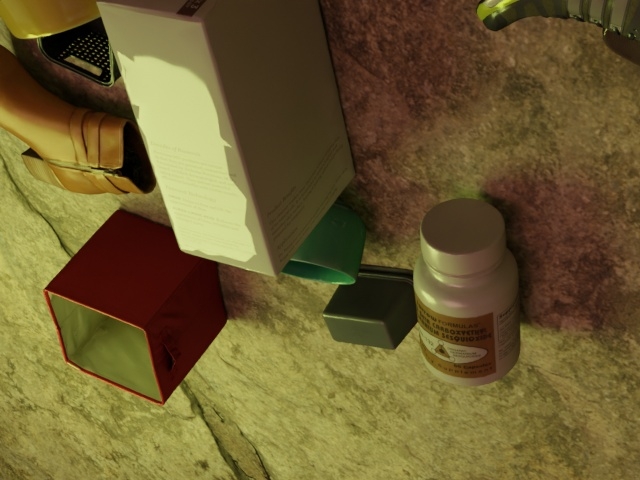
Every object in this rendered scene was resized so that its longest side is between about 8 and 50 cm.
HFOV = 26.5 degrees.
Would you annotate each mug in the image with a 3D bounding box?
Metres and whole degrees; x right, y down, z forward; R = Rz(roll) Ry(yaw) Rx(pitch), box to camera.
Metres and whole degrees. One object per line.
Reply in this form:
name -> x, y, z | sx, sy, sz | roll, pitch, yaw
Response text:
mug -> -0.008, -0.003, 1.810 | 0.130, 0.097, 0.158 | 14, 169, -9

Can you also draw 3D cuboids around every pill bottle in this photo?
pill bottle -> 0.183, 0.064, 1.707 | 0.131, 0.131, 0.229 | 17, 139, 26

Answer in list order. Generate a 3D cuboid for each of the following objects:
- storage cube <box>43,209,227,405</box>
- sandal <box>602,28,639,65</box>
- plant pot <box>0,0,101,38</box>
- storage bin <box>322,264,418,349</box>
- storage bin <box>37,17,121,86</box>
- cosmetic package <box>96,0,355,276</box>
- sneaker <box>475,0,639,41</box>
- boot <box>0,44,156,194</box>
storage cube -> -0.274, 0.101, 2.078 | 0.215, 0.193, 0.183 | 19, 140, 22
sandal -> 0.380, -0.163, 1.353 | 0.219, 0.060, 0.090 | 34, 144, 4
plant pot -> -0.316, -0.366, 1.521 | 0.254, 0.254, 0.239 | 1, 122, 39
storage bin -> 0.074, 0.101, 1.873 | 0.135, 0.091, 0.098 | 7, 134, 36
storage bin -> -0.294, -0.302, 1.745 | 0.122, 0.084, 0.180 | 25, 143, 15
cosmetic package -> -0.098, -0.172, 1.615 | 0.156, 0.217, 0.385 | 13, 136, 29
sneaker -> 0.271, -0.239, 1.305 | 0.300, 0.111, 0.121 | -9, 121, 54
boot -> -0.367, -0.168, 1.928 | 0.220, 0.109, 0.283 | 10, 138, 34
